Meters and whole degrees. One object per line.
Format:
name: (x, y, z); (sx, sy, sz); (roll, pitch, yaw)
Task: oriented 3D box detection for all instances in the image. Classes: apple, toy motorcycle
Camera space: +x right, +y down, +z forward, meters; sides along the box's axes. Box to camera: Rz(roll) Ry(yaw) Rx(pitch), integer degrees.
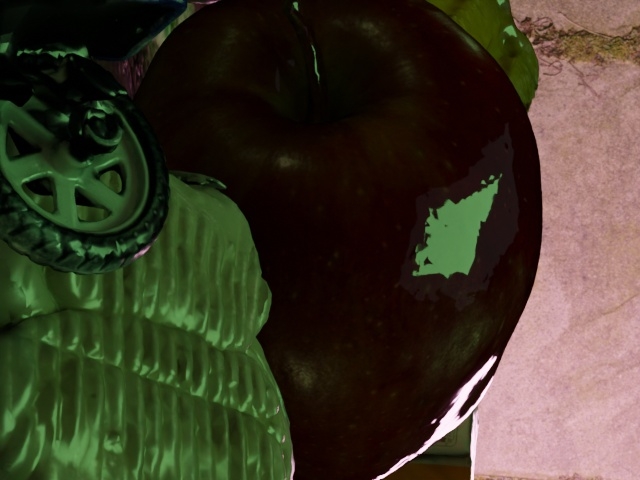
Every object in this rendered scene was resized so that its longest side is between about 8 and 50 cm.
apple: (0.000, 0.000, 0.787); (0.288, 0.288, 0.317); (-77, 174, -49)
toy motorcycle: (-0.120, -0.142, 0.447); (0.168, 0.113, 0.315); (20, 55, -37)

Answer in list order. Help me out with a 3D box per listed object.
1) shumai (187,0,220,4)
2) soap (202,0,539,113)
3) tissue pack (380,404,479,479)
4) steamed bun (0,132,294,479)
shumai: (-0.066, -0.255, 0.787); (0.209, 0.161, 0.153); (-1, 62, -51)
soap: (0.061, -0.185, 1.082); (0.293, 0.156, 0.335); (54, 29, -14)
tissue pack: (0.036, 0.190, 1.169); (0.185, 0.225, 0.124); (-74, 162, -58)
steamed bun: (-0.112, 0.062, 0.517); (0.218, 0.144, 0.211); (28, 49, -48)
